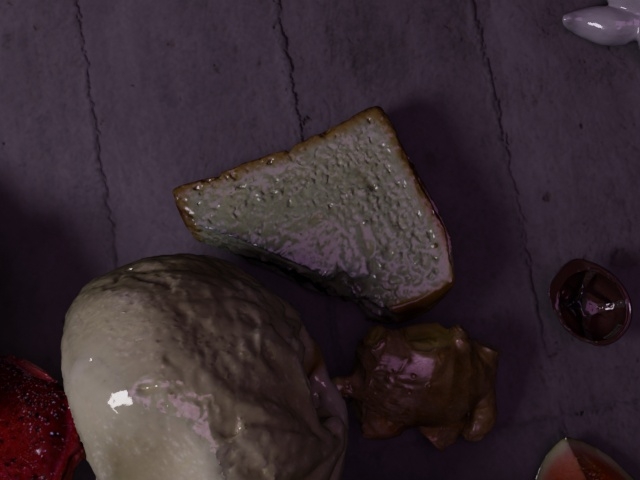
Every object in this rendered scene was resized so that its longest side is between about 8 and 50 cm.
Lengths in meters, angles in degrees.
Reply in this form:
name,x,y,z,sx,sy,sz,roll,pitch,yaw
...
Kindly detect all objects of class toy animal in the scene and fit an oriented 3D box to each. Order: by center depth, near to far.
name,x,y,z,sx,sy,sz,roll,pitch,yaw
toy animal,0.426,-0.271,1.216,0.221,0.131,0.104,37,117,26

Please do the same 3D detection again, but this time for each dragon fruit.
name,x,y,z,sx,sy,sz,roll,pitch,yaw
dragon fruit,-0.359,0.233,1.070,0.261,0.163,0.189,38,125,23

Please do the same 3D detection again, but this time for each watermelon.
name,x,y,z,sx,sy,sz,roll,pitch,yaw
watermelon,0.309,0.313,1.129,0.125,0.094,0.135,37,87,-7

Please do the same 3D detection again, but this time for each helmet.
name,x,y,z,sx,sy,sz,roll,pitch,yaw
helmet,0.320,0.074,1.174,0.089,0.057,0.111,-44,93,-4

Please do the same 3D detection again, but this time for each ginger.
name,x,y,z,sx,sy,sz,roll,pitch,yaw
ginger,0.109,0.166,1.127,0.216,0.102,0.157,2,115,-10

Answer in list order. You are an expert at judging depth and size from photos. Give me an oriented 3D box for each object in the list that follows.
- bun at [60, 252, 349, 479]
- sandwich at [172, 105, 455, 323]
name,x,y,z,sx,sy,sz,roll,pitch,yaw
bun,-0.103,0.165,1.011,0.227,0.352,0.349,-26,124,4
sandwich,0.000,-0.001,1.141,0.288,0.099,0.254,-21,85,-6
